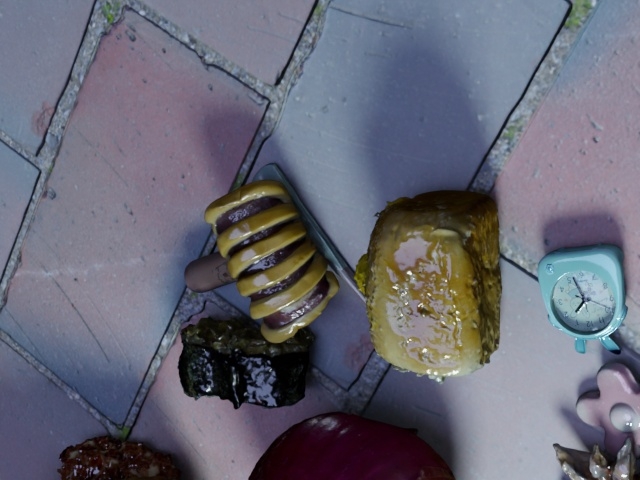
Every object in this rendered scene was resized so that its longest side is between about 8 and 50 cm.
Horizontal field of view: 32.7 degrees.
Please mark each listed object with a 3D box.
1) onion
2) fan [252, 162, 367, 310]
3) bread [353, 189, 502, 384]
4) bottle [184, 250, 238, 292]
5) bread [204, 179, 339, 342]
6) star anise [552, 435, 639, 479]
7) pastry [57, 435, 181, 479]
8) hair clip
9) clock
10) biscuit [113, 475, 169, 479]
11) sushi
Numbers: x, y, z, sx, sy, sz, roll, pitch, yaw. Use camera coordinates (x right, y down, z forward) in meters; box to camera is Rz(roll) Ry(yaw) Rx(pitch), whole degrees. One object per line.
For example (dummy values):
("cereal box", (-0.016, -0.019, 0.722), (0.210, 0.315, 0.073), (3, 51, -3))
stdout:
("onion", (0.005, 0.403, 1.473), (0.348, 0.385, 0.347), (-1, 88, 41))
("fan", (0.000, 0.000, 1.588), (0.282, 0.023, 0.057), (48, 116, 12))
("bread", (0.138, 0.065, 1.426), (0.176, 0.195, 0.246), (0, 101, 25))
("bottle", (-0.141, 0.039, 1.657), (0.140, 0.053, 0.053), (-20, 91, 31))
("bread", (-0.070, 0.025, 1.558), (0.134, 0.081, 0.225), (-29, 84, 4))
("star anise", (0.380, 0.325, 1.410), (0.195, 0.065, 0.182), (35, 133, 19))
("pastry", (-0.339, 0.395, 1.829), (0.209, 0.097, 0.115), (7, 115, 26))
("hair clip", (0.437, 0.194, 1.366), (0.257, 0.075, 0.146), (-34, 89, 35))
("clock", (0.343, 0.081, 1.403), (0.108, 0.045, 0.147), (-6, 99, 31))
("biscuit", (-0.333, 0.558, 1.769), (0.395, 0.166, 0.342), (-16, 112, 32))
("sushi", (-0.125, 0.182, 1.628), (0.213, 0.147, 0.114), (8, 106, 31))
